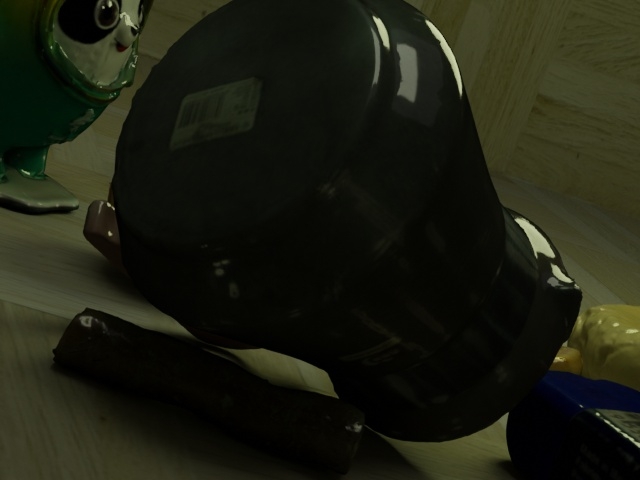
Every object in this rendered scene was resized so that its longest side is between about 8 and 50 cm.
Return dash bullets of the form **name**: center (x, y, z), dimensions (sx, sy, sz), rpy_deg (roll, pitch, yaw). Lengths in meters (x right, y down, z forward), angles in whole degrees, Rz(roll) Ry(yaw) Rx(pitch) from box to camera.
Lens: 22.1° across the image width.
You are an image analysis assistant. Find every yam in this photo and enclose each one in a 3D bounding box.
- **yam**: center (-0.088, 0.114, 1.283), dimensions (0.253, 0.061, 0.061), rpy_deg (21, 11, 8)

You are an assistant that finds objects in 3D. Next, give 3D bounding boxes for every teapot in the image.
- **teapot**: center (0.000, 0.000, 1.353), dimensions (0.376, 0.305, 0.362), rpy_deg (-11, -38, 31)

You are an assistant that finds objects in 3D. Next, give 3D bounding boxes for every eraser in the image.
- **eraser**: center (0.285, 0.212, 1.366), dimensions (0.155, 0.101, 0.332), rpy_deg (12, 12, -28)

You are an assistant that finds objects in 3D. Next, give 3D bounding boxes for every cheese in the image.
- **cheese**: center (0.400, 0.138, 1.915), dimensions (0.226, 0.117, 0.214), rpy_deg (8, 9, -30)

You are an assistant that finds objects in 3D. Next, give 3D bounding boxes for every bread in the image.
- **bread**: center (0.234, 0.143, 1.730), dimensions (0.082, 0.056, 0.115), rpy_deg (0, 3, 14)

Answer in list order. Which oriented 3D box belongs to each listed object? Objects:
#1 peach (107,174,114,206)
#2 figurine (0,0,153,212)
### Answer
- **peach**: center (-0.128, -0.037, 1.629), dimensions (0.184, 0.184, 0.184), rpy_deg (19, 11, -4)
- **figurine**: center (-0.310, -0.217, 1.776), dimensions (0.231, 0.340, 0.324), rpy_deg (24, 10, 19)
